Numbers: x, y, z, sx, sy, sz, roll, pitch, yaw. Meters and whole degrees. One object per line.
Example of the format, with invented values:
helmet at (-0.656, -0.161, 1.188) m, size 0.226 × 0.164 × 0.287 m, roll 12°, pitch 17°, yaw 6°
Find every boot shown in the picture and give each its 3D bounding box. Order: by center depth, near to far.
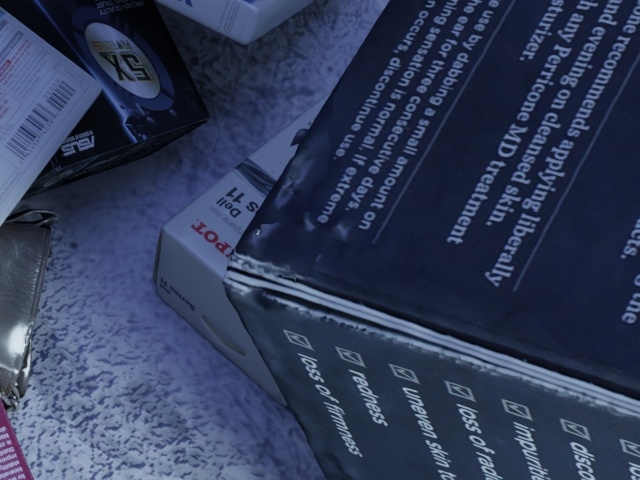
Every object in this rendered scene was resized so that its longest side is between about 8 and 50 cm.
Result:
boot at (-0.307, 0.076, 1.231) m, size 0.229 × 0.091 × 0.263 m, roll 20°, pitch 91°, yaw -24°

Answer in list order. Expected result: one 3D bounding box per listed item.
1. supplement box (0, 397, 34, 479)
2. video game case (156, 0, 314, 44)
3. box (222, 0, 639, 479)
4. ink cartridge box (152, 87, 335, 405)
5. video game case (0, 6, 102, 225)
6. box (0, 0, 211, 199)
supplement box at (-0.223, 0.178, 1.160) m, size 0.081 × 0.104 × 0.188 m, roll -20°, pitch 76°, yaw -20°
video game case at (-0.124, -0.271, 1.449) m, size 0.300 × 0.036 × 0.329 m, roll 27°, pitch 27°, yaw 9°
box at (0.268, 0.098, 1.003) m, size 0.472 × 0.480 × 0.297 m, roll 20°, pitch 64°, yaw 26°
ink cartridge box at (0.000, 0.000, 1.351) m, size 0.153 × 0.087 × 0.208 m, roll 39°, pitch 60°, yaw 17°
video game case at (-0.279, -0.080, 1.195) m, size 0.193 × 0.023 × 0.212 m, roll 37°, pitch 68°, yaw -10°
box at (-0.189, -0.121, 1.334) m, size 0.180 × 0.077 × 0.147 m, roll -24°, pitch 87°, yaw -52°
